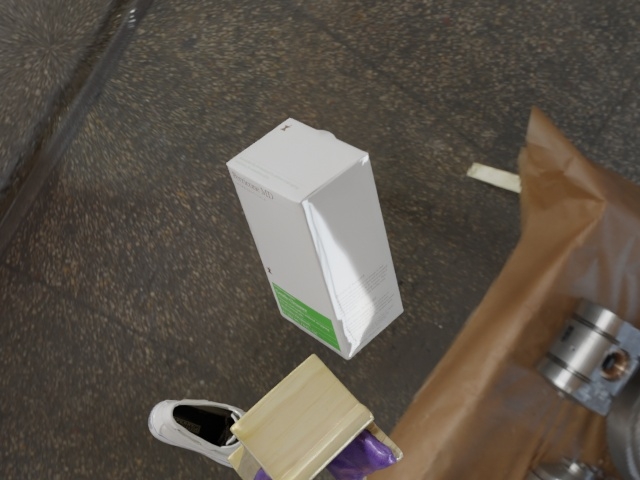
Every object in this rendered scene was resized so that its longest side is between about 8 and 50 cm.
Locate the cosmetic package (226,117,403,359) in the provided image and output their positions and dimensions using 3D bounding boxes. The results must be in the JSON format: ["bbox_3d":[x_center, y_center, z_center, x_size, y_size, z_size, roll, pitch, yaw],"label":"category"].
[{"bbox_3d":[0.000,0.000,1.478,0.155,0.197,0.365,-39,133,-23],"label":"cosmetic package"}]

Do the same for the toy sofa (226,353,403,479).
[{"bbox_3d":[-0.023,0.310,1.238,0.150,0.362,0.177,-39,79,-19],"label":"toy sofa"}]

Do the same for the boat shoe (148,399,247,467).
[{"bbox_3d":[-0.155,0.324,1.476,0.268,0.088,0.096,27,60,-25],"label":"boat shoe"}]
